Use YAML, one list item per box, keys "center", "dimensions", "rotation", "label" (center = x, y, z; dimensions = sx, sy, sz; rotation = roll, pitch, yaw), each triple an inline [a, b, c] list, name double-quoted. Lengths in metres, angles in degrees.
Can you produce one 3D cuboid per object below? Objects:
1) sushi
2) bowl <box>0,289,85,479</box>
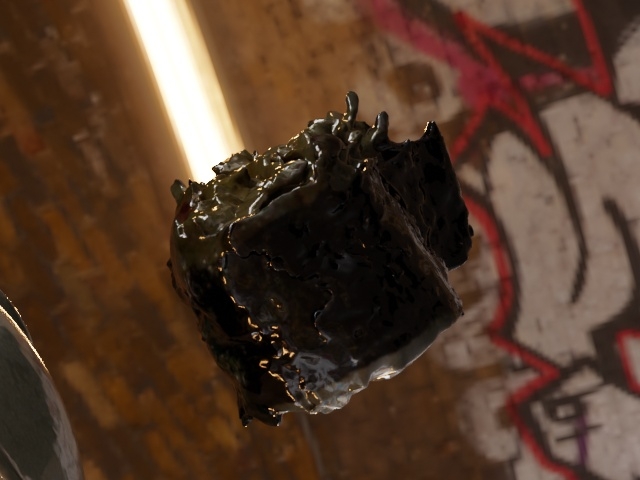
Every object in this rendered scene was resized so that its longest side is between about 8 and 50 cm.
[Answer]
- center: [0.000, 0.000, 0.765]
  dimensions: [0.212, 0.147, 0.115]
  rotation: [-77, -37, -79]
  label: "sushi"
- center: [-0.213, 0.081, 0.717]
  dimensions: [0.313, 0.313, 0.146]
  rotation: [63, -145, -27]
  label: "bowl"
